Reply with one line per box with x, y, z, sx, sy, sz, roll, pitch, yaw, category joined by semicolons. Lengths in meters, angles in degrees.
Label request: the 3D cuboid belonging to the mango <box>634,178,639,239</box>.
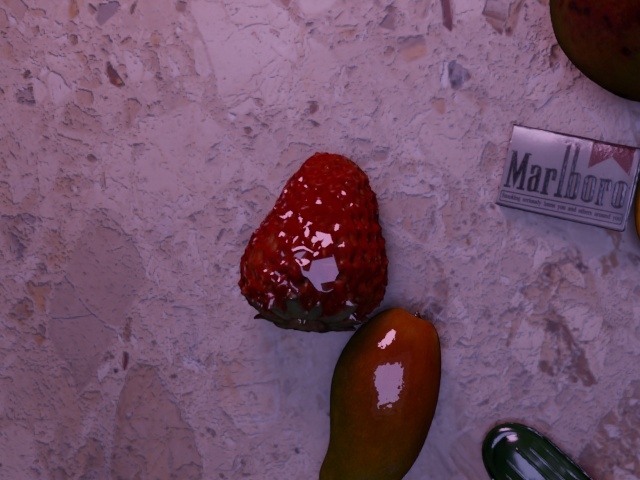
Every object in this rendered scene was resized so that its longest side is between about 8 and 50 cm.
0.486;-0.062;1.582;0.145;0.112;0.219;-3;90;15;mango

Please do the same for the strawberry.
0.000;0.000;1.621;0.205;0.205;0.244;8;71;6;strawberry

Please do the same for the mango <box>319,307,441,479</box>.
0.082;0.233;1.638;0.146;0.129;0.289;9;103;4;mango

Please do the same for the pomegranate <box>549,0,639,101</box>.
0.453;-0.320;1.520;0.323;0.291;0.291;-3;94;-35;pomegranate

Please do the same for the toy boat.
0.310;0.337;1.655;0.210;0.052;0.104;43;99;4;toy boat

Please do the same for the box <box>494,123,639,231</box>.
0.332;-0.085;1.615;0.177;0.036;0.115;13;93;20;box
